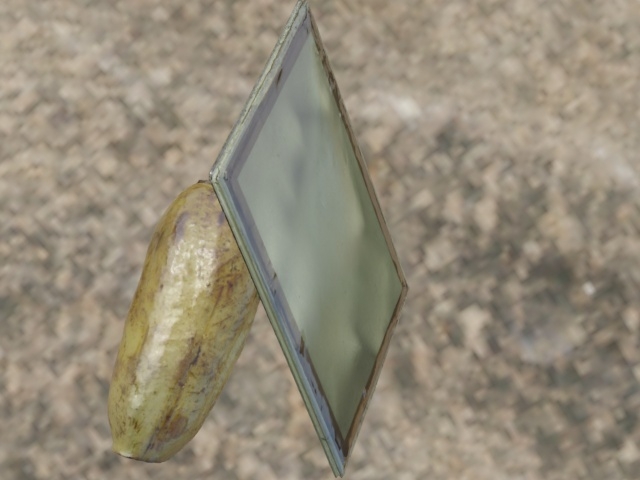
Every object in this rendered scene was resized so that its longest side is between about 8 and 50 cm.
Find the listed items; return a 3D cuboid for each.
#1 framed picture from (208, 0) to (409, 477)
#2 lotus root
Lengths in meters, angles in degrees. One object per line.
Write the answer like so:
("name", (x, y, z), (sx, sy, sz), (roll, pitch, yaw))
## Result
("framed picture", (0.000, 0.000, 1.128), (0.173, 0.010, 0.231), (-66, 145, -46))
("lotus root", (-0.109, 0.067, 1.638), (0.110, 0.097, 0.258), (24, 74, -32))
